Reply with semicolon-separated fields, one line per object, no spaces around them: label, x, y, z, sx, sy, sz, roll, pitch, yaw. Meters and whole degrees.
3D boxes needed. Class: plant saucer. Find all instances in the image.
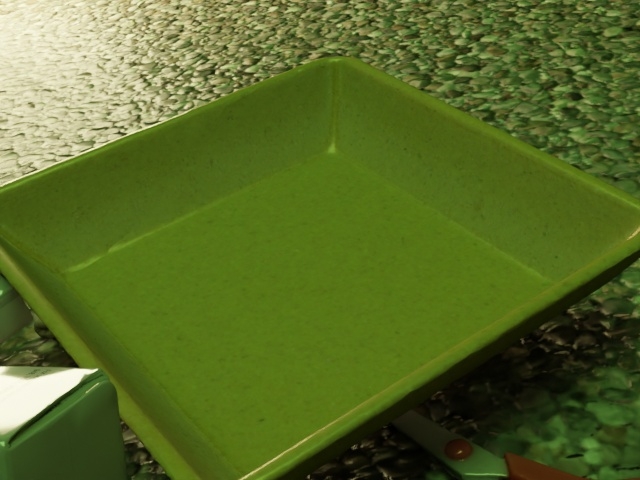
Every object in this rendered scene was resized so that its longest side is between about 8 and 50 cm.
plant saucer;-0.015;0.013;0.628;0.332;0.081;0.333;-26;41;-27

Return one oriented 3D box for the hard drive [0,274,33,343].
hard drive;-0.354;0.109;0.604;0.307;0.040;0.203;-40;33;-30

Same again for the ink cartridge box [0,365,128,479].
ink cartridge box;-0.197;0.139;0.441;0.208;0.153;0.087;-2;12;15

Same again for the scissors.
scissors;0.081;0.127;0.519;0.297;0.021;0.109;16;39;36

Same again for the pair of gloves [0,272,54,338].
pair of gloves;-0.224;0.002;0.804;0.240;0.042;0.204;3;33;20
